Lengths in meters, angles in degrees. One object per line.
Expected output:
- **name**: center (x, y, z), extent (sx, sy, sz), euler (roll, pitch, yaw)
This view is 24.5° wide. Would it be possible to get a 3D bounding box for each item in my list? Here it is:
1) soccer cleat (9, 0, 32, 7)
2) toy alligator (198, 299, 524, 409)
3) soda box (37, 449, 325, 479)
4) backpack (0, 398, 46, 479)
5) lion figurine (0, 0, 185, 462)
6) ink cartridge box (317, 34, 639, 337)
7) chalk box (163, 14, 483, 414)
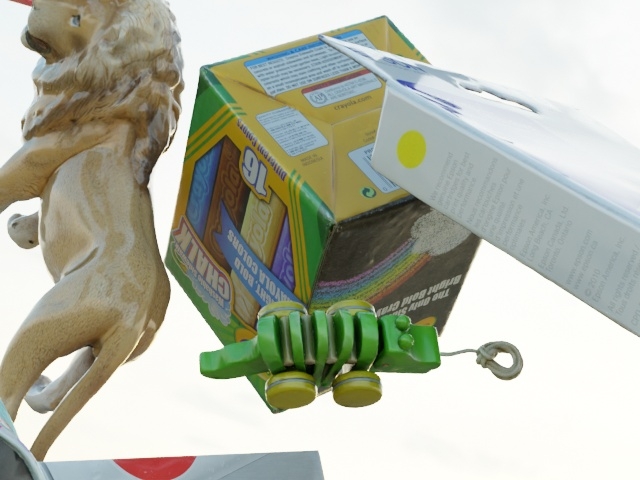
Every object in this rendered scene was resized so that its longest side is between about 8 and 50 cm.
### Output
- **soccer cleat**: center (-0.200, -0.269, 1.132), extent (0.095, 0.083, 0.248), euler (27, -44, -27)
- **toy alligator**: center (0.027, 0.058, 0.827), extent (0.189, 0.056, 0.051), euler (-1, -30, -8)
- **soda box**: center (-0.128, 0.204, 1.005), extent (0.286, 0.098, 0.091), euler (4, -27, -35)
- **backpack**: center (-0.240, 0.178, 0.749), extent (0.225, 0.254, 0.191), euler (-11, 25, -20)
- **lion figurine**: center (-0.176, -0.004, 1.123), extent (0.240, 0.392, 0.142), euler (-34, -35, 26)
- **ink cartridge box**: center (0.182, -0.020, 0.936), extent (0.303, 0.072, 0.307), euler (8, 19, -47)
- **chalk box**: center (0.000, 0.000, 1.172), extent (0.179, 0.180, 0.289), euler (51, -36, 27)
